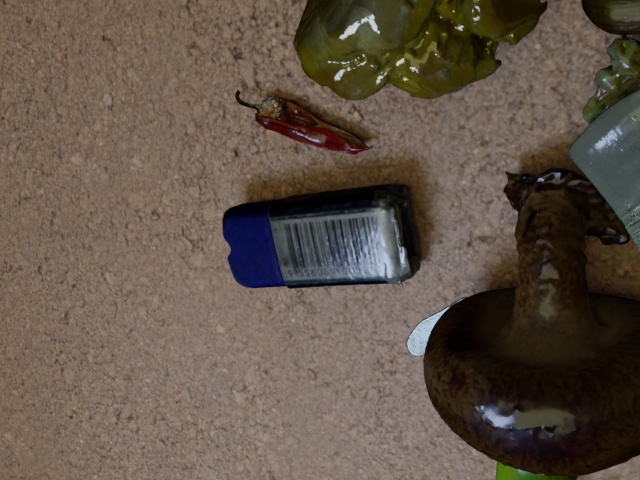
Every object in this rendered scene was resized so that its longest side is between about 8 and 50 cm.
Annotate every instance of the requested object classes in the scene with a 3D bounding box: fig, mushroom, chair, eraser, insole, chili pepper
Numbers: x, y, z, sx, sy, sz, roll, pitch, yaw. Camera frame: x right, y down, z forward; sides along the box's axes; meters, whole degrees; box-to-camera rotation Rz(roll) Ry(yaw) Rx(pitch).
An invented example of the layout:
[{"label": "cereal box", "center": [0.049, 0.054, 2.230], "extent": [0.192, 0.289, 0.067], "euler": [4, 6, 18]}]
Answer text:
[{"label": "fig", "center": [0.430, -0.310, 0.871], "extent": [0.245, 0.149, 0.149], "euler": [24, 115, 37]}, {"label": "mushroom", "center": [0.324, 0.125, 0.979], "extent": [0.331, 0.334, 0.356], "euler": [25, 124, 19]}, {"label": "chair", "center": [0.477, -0.026, 0.913], "extent": [0.160, 0.186, 0.319], "euler": [-47, 55, 42]}, {"label": "eraser", "center": [0.000, 0.000, 1.222], "extent": [0.332, 0.101, 0.154], "euler": [-5, 103, 30]}, {"label": "insole", "center": [0.199, 0.144, 1.214], "extent": [0.153, 0.002, 0.053], "euler": [-39, 84, 30]}, {"label": "chili pepper", "center": [-0.033, -0.192, 1.218], "extent": [0.268, 0.059, 0.050], "euler": [23, 152, 17]}]

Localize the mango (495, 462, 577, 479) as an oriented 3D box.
[{"label": "mango", "center": [0.338, 0.353, 1.140], "extent": [0.125, 0.111, 0.232], "euler": [8, 106, 32]}]

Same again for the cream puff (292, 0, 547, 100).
[{"label": "cream puff", "center": [0.136, -0.313, 0.994], "extent": [0.257, 0.291, 0.324], "euler": [31, 104, -16]}]

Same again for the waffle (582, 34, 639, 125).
[{"label": "waffle", "center": [0.453, -0.154, 0.940], "extent": [0.224, 0.054, 0.204], "euler": [9, 127, 19]}]
